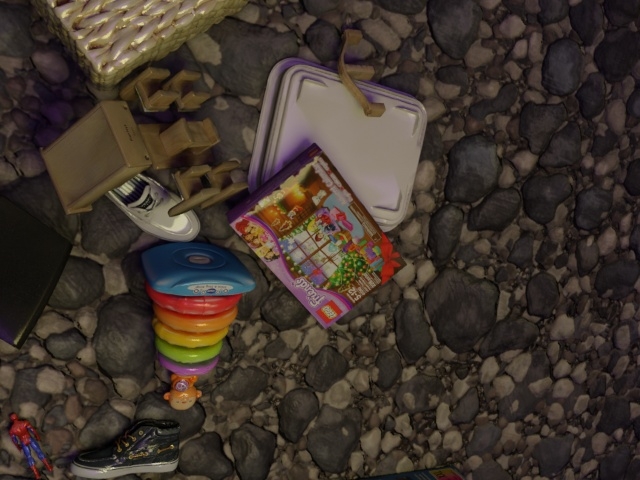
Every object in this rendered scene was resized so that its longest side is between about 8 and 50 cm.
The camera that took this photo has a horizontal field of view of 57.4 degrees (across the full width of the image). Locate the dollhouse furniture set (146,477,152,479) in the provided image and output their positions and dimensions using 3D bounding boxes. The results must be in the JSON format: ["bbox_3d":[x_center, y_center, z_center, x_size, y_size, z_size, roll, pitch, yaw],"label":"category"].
[{"bbox_3d":[-0.379,0.567,0.992,0.262,0.135,0.259,-16,99,-38],"label":"dollhouse furniture set"}]

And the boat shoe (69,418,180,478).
[{"bbox_3d":[-0.338,0.361,1.026,0.183,0.065,0.083,5,93,-27],"label":"boat shoe"}]

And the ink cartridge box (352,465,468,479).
[{"bbox_3d":[0.124,0.637,1.181,0.395,0.151,0.270,1,96,-18],"label":"ink cartridge box"}]

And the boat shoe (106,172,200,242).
[{"bbox_3d":[-0.301,-0.066,0.978,0.226,0.076,0.083,33,85,-20],"label":"boat shoe"}]

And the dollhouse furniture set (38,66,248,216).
[{"bbox_3d":[-0.273,-0.136,0.914,0.242,0.161,0.212,-21,86,-58],"label":"dollhouse furniture set"}]

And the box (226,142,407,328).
[{"bbox_3d":[0.000,0.000,1.056,0.201,0.057,0.293,-39,119,3],"label":"box"}]

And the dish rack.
[{"bbox_3d":[0.048,-0.173,1.098,0.333,0.072,0.285,11,92,-22],"label":"dish rack"}]

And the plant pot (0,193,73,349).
[{"bbox_3d":[-0.482,0.037,0.880,0.187,0.188,0.167,40,69,-19],"label":"plant pot"}]

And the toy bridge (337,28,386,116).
[{"bbox_3d":[0.065,-0.304,1.057,0.063,0.026,0.188,-3,66,-26],"label":"toy bridge"}]

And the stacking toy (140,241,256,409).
[{"bbox_3d":[-0.228,0.169,1.012,0.175,0.166,0.302,2,110,-26],"label":"stacking toy"}]

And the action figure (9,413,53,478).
[{"bbox_3d":[-0.492,0.342,0.984,0.038,0.030,0.115,-26,100,-21],"label":"action figure"}]

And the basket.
[{"bbox_3d":[-0.260,-0.408,0.820,0.328,0.331,0.266,-37,109,-12],"label":"basket"}]
